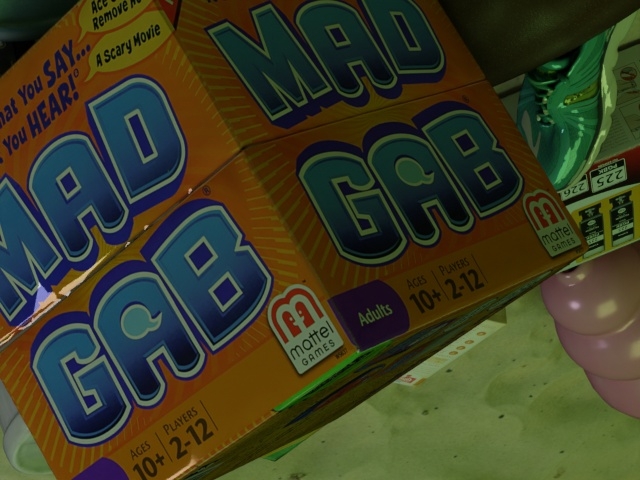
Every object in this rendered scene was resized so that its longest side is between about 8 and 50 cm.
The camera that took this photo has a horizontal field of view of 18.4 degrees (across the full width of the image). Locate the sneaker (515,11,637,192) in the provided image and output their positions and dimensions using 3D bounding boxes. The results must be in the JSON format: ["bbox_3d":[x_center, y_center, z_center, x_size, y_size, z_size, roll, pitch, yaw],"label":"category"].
[{"bbox_3d":[0.237,-0.172,1.991,0.110,0.107,0.275,-28,135,-48],"label":"sneaker"}]

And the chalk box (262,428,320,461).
[{"bbox_3d":[-0.035,0.142,2.316,0.213,0.132,0.132,-38,145,23],"label":"chalk box"}]

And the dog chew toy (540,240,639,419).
[{"bbox_3d":[0.386,0.093,2.453,0.206,0.206,0.332,-34,138,17],"label":"dog chew toy"}]

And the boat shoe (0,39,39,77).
[{"bbox_3d":[-0.282,-0.187,1.734,0.079,0.084,0.233,-8,139,-16],"label":"boat shoe"}]

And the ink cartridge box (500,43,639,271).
[{"bbox_3d":[0.283,-0.060,2.217,0.309,0.130,0.272,-22,149,-1],"label":"ink cartridge box"}]

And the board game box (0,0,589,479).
[{"bbox_3d":[-0.067,-0.020,1.707,0.356,0.356,0.356,-37,169,37],"label":"board game box"}]

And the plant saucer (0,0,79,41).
[{"bbox_3d":[-0.243,-0.282,1.575,0.317,0.044,0.317,-8,131,-9],"label":"plant saucer"}]

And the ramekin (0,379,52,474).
[{"bbox_3d":[-0.237,0.132,2.142,0.273,0.127,0.273,-27,160,-11],"label":"ramekin"}]

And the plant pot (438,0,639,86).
[{"bbox_3d":[0.182,-0.246,1.807,0.215,0.215,0.230,10,137,-41],"label":"plant pot"}]

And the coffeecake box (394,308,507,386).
[{"bbox_3d":[0.093,0.087,2.179,0.142,0.068,0.185,14,148,-27],"label":"coffeecake box"}]
